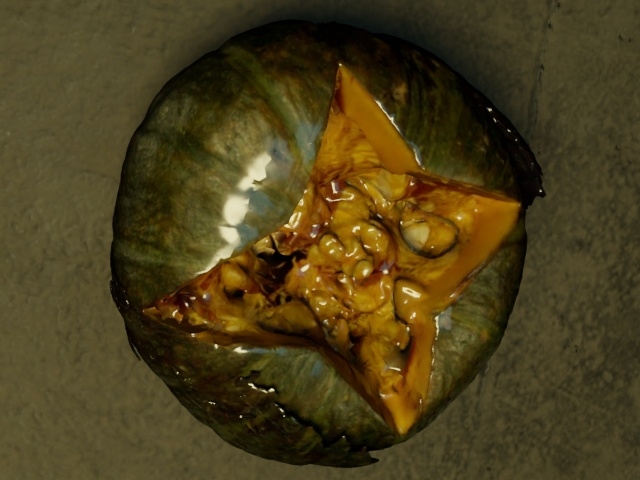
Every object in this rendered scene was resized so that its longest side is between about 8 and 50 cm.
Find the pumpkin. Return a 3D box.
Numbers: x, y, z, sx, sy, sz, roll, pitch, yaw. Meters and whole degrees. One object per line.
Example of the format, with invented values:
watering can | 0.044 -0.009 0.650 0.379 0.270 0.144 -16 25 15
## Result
pumpkin | 0.000 0.000 0.667 0.320 0.192 0.320 -4 102 -20
